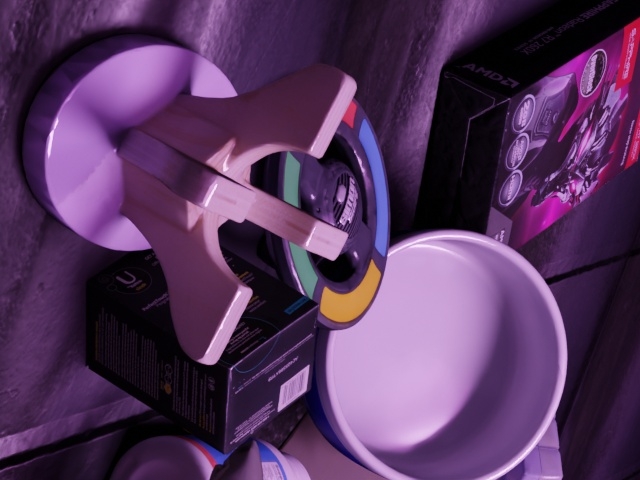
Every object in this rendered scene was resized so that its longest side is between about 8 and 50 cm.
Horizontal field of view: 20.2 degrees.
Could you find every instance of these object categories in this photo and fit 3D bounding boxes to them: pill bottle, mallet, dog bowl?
[{"bbox_3d":[-0.098,0.249,1.734,0.221,0.124,0.124,12,104,-63],"label":"pill bottle"},{"bbox_3d":[0.000,0.000,1.778,0.190,0.062,0.039,-35,146,-67],"label":"mallet"},{"bbox_3d":[0.112,0.119,1.831,0.265,0.265,0.104,-57,-163,-9],"label":"dog bowl"}]

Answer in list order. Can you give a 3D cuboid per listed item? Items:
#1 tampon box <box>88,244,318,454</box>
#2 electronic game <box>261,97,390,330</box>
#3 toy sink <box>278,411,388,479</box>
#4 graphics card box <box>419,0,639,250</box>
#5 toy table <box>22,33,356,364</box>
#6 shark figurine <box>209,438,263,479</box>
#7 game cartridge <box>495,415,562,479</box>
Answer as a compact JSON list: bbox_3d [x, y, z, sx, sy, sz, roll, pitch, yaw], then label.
[{"bbox_3d":[-0.101,0.082,1.529,0.120,0.161,0.101,-34,143,-40],"label":"tampon box"},{"bbox_3d":[0.010,-0.031,1.654,0.229,0.048,0.229,10,78,-62],"label":"electronic game"},{"bbox_3d":[0.070,0.234,1.981,0.234,0.153,0.131,-53,152,-19],"label":"toy sink"},{"bbox_3d":[0.258,-0.138,2.021,0.371,0.094,0.232,-31,139,-44],"label":"graphics card box"},{"bbox_3d":[-0.095,-0.047,1.425,0.274,0.161,0.252,-2,117,-61],"label":"toy table"},{"bbox_3d":[-0.073,0.328,1.547,0.166,0.116,0.278,-30,129,-74],"label":"shark figurine"},{"bbox_3d":[0.187,0.254,2.068,0.355,0.068,0.230,112,-16,-54],"label":"game cartridge"}]
